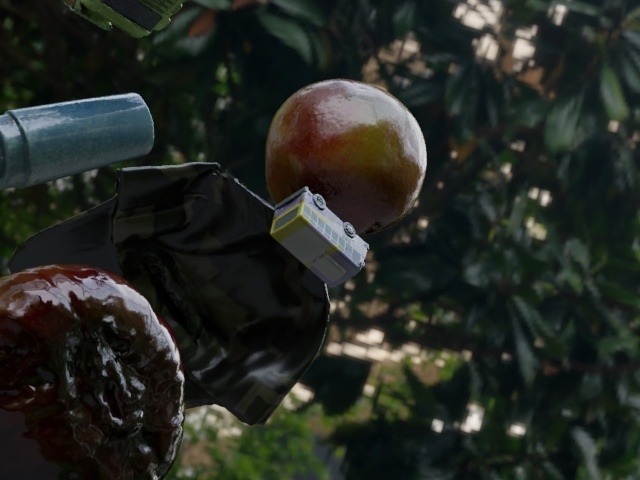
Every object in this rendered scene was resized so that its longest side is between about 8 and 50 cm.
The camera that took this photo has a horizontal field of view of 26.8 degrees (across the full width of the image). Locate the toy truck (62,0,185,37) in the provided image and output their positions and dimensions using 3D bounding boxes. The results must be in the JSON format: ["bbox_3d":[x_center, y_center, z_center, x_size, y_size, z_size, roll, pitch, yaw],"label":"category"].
[{"bbox_3d":[-0.189,-0.261,1.208,0.116,0.191,0.085,-42,-41,18],"label":"toy truck"}]

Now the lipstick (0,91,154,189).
[{"bbox_3d":[-0.273,-0.073,1.129,0.061,0.274,0.068,55,-38,28],"label":"lipstick"}]

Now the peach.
[{"bbox_3d":[0.033,-0.113,1.864,0.231,0.231,0.231,16,-23,7],"label":"peach"}]

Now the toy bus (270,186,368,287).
[{"bbox_3d":[0.000,0.000,1.393,0.052,0.058,0.102,-31,-61,32],"label":"toy bus"}]

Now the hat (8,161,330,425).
[{"bbox_3d":[-0.203,0.066,1.762,0.382,0.257,0.366,-6,-72,51],"label":"hat"}]

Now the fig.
[{"bbox_3d":[-0.235,0.141,1.107,0.263,0.224,0.224,-28,-42,14],"label":"fig"}]
